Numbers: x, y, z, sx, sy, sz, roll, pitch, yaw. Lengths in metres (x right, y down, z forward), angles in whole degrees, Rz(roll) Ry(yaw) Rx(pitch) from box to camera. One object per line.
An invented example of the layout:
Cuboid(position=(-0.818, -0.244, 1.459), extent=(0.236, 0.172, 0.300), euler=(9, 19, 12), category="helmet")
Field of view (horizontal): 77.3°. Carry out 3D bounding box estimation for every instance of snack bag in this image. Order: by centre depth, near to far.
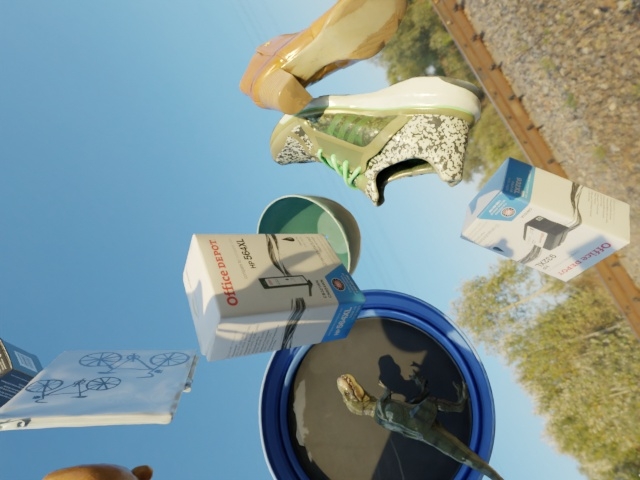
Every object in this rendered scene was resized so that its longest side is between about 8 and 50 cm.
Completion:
Cuboid(position=(-0.435, 0.305, 0.846), extent=(0.342, 0.324, 0.037), euler=(-151, 65, -77), category="snack bag")

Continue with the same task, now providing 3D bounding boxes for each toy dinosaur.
Cuboid(position=(0.158, 0.258, 0.606), extent=(0.118, 0.268, 0.063), euler=(-42, -46, -38), category="toy dinosaur")

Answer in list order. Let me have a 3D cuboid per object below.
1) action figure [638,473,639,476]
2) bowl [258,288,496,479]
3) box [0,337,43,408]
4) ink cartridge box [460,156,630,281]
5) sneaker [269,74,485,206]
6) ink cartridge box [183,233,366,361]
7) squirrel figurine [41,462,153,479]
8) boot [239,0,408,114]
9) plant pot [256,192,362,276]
Cuboid(position=(0.459, 0.341, 0.464), extent=(0.276, 0.164, 0.140), euler=(-9, -108, -28), category="action figure")
Cuboid(position=(0.087, 0.278, 0.688), extent=(0.077, 0.392, 0.390), euler=(61, -166, -54), category="bowl")
Cuboid(position=(-0.823, 0.364, 0.980), extent=(0.108, 0.207, 0.153), euler=(43, 157, 26), category="box")
Cuboid(position=(0.556, -0.045, 1.019), extent=(0.308, 0.223, 0.129), euler=(23, -121, 4), category="ink cartridge box")
Cuboid(position=(0.067, -0.150, 0.700), extent=(0.158, 0.411, 0.181), euler=(16, -105, -52), category="sneaker")
Cuboid(position=(-0.066, 0.066, 0.546), extent=(0.203, 0.085, 0.148), euler=(-1, -139, -32), category="ink cartridge box")
Cuboid(position=(-0.375, 0.578, 0.655), extent=(0.397, 0.370, 0.281), euler=(27, 174, 5), category="squirrel figurine")
Cuboid(position=(-0.014, -0.347, 0.695), extent=(0.104, 0.295, 0.211), euler=(45, -177, -42), category="boot")
Cuboid(position=(0.000, 0.000, 1.096), extent=(0.195, 0.290, 0.290), euler=(-27, -93, -52), category="plant pot")
